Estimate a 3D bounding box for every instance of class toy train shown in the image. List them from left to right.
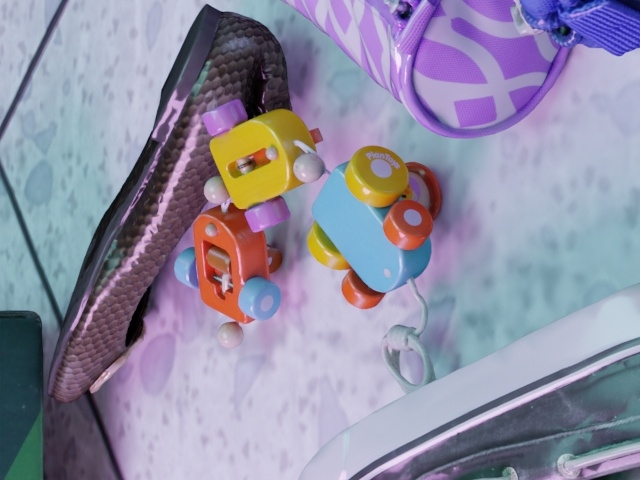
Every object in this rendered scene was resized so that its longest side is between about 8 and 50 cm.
[{"bbox_3d":[0.000,0.000,0.746,0.166,0.046,0.125,19,126,44],"label":"toy train"}]

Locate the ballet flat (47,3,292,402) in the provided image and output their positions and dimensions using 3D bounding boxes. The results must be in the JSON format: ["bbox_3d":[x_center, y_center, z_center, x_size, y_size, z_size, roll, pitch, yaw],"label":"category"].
[{"bbox_3d":[-0.076,-0.006,0.838,0.084,0.058,0.250,-86,21,-53],"label":"ballet flat"}]

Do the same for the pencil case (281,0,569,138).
[{"bbox_3d":[0.016,-0.116,0.691,0.206,0.088,0.086,44,123,47],"label":"pencil case"}]

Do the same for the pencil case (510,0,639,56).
[{"bbox_3d":[0.067,-0.188,0.597,0.133,0.119,0.306,-42,51,17],"label":"pencil case"}]

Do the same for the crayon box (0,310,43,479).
[{"bbox_3d":[-0.210,0.200,0.945,0.202,0.081,0.318,169,101,-68],"label":"crayon box"}]

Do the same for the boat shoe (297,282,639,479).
[{"bbox_3d":[0.068,0.085,0.616,0.219,0.078,0.070,-37,58,44],"label":"boat shoe"}]
